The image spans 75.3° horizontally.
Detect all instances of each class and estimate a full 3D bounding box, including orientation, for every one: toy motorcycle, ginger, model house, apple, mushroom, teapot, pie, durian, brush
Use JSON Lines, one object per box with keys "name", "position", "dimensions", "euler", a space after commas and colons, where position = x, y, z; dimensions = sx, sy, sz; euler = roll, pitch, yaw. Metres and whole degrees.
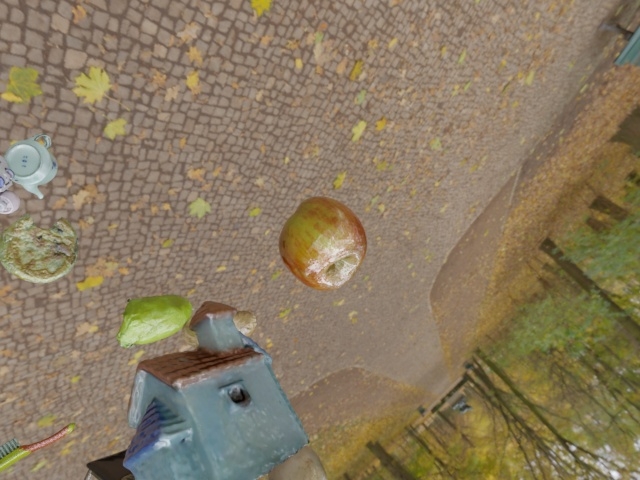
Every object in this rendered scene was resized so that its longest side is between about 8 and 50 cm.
{"name": "toy motorcycle", "position": [-0.983, -0.195, 1.224], "dimensions": [0.112, 0.112, 0.254], "euler": [-25, 126, -33]}
{"name": "ginger", "position": [-0.367, 0.336, 1.535], "dimensions": [0.275, 0.130, 0.221], "euler": [-13, 148, 9]}
{"name": "model house", "position": [-0.219, 0.286, 0.741], "dimensions": [0.251, 0.329, 0.295], "euler": [-36, 160, 30]}
{"name": "apple", "position": [0.000, 0.000, 1.357], "dimensions": [0.301, 0.301, 0.301], "euler": [-33, 151, -21]}
{"name": "mushroom", "position": [-0.087, 0.811, 1.420], "dimensions": [0.206, 0.206, 0.209], "euler": [-24, 174, -34]}
{"name": "teapot", "position": [-1.013, -0.270, 1.478], "dimensions": [0.159, 0.159, 0.232], "euler": [13, 83, -59]}
{"name": "pie", "position": [-1.185, 0.035, 1.755], "dimensions": [0.302, 0.302, 0.067], "euler": [-21, -175, -38]}
{"name": "durian", "position": [-0.717, 0.327, 1.810], "dimensions": [0.339, 0.256, 0.204], "euler": [-14, 100, -27]}
{"name": "brush", "position": [-0.260, 0.181, 0.361], "dimensions": [0.083, 0.021, 0.019], "euler": [-25, 159, -44]}

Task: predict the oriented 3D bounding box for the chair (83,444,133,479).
{"name": "chair", "position": [-0.520, 0.640, 1.133], "dimensions": [0.272, 0.166, 0.188], "euler": [-67, 159, -4]}
